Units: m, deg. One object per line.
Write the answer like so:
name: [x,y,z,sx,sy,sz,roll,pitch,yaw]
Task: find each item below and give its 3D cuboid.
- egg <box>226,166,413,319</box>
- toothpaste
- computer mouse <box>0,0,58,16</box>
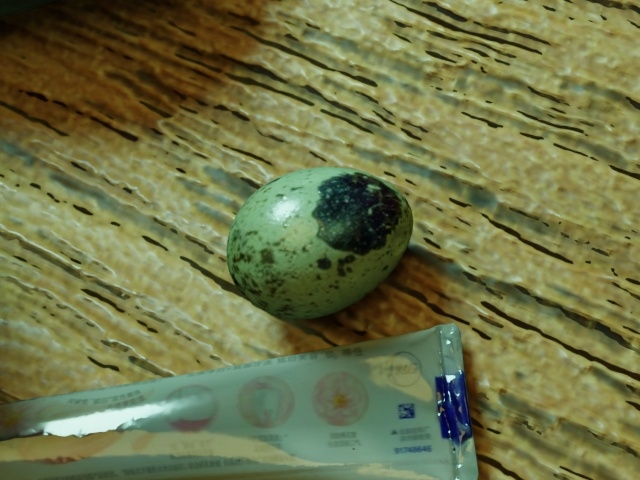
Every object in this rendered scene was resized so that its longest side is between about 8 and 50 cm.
egg: [0.000,0.000,0.940,0.110,0.085,0.085,-16,67,0]
toothpaste: [-0.076,0.112,0.931,0.323,0.066,0.100,-7,64,5]
computer mouse: [-0.248,-0.222,1.056,0.371,0.122,0.188,1,59,11]
